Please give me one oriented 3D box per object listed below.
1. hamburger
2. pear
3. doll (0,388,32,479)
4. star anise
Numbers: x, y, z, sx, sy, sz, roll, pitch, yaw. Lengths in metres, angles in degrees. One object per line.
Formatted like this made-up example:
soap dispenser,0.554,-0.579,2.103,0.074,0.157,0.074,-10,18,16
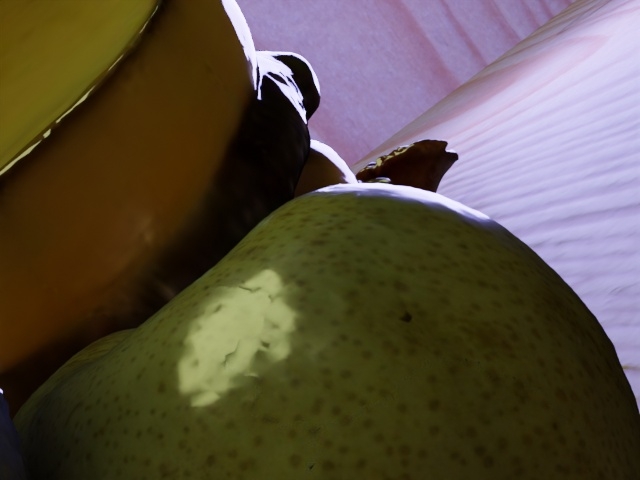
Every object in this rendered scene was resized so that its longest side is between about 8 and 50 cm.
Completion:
hamburger,-0.162,0.007,1.000,0.395,0.277,0.396,-26,29,16
pear,0.002,0.067,0.388,0.167,0.136,0.167,-36,1,1
doll,-0.124,0.080,0.288,0.158,0.340,0.246,-3,-37,-27
star anise,0.000,0.000,1.367,0.288,0.088,0.288,-36,7,5
